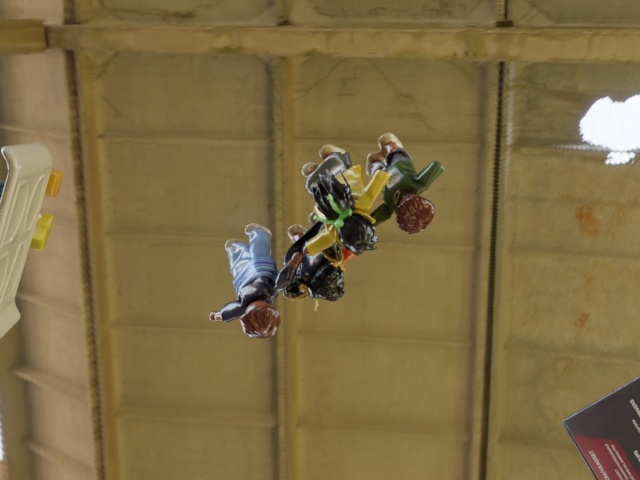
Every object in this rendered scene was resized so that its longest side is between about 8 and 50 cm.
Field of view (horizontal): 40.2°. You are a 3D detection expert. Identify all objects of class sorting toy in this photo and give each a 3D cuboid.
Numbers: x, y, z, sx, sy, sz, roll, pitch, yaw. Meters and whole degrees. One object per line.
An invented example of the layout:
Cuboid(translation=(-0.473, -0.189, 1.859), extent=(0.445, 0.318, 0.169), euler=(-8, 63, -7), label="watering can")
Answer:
Cuboid(translation=(-0.373, -0.007, 1.065), extent=(0.041, 0.307, 0.229), euler=(12, -84, -9), label="sorting toy")

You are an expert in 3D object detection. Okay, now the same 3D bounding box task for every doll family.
Cuboid(translation=(0.000, 0.000, 0.619), extent=(0.076, 0.111, 0.193), euler=(30, -66, -31), label="doll family")

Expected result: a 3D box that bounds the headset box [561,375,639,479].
Cuboid(translation=(0.347, 0.180, 0.666), extent=(0.293, 0.110, 0.218), euler=(-35, -118, 13), label="headset box")
